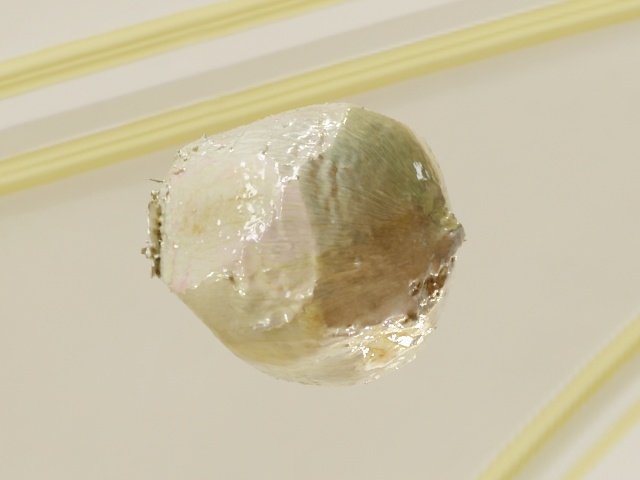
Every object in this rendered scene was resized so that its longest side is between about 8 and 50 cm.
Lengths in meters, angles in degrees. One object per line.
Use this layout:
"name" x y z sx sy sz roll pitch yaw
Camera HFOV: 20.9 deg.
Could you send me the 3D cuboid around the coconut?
"coconut" 0.002 0.002 1.074 0.194 0.194 0.194 -2 -84 -26
